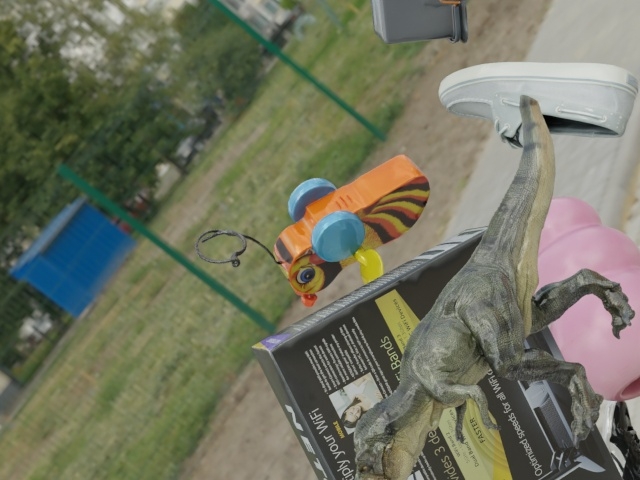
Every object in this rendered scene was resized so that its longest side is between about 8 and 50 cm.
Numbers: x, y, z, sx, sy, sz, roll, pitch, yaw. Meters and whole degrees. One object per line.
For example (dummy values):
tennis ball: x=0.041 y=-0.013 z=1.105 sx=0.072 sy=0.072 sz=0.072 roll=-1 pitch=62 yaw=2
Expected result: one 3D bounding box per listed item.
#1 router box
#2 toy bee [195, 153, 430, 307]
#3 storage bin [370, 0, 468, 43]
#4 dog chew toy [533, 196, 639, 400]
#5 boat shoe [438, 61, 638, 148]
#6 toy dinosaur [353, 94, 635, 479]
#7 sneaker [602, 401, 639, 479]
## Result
router box: x=0.116 y=0.176 z=0.989 sx=0.243 sy=0.308 sz=0.081 roll=-27 pitch=4 yaw=-15
toy bee: x=0.000 y=0.000 z=1.418 sx=0.195 sy=0.298 sz=0.162 roll=-95 pitch=-3 yaw=-46
storage bin: x=0.102 y=-0.273 z=1.171 sx=0.091 sy=0.135 sz=0.098 roll=-13 pitch=26 yaw=-7
dog chew toy: x=0.413 y=0.072 z=1.640 sx=0.206 sy=0.207 sz=0.331 roll=-45 pitch=55 yaw=33
boat shoe: x=0.222 y=-0.140 z=1.157 sx=0.228 sy=0.079 sz=0.081 roll=4 pitch=75 yaw=37
toy dinosaur: x=0.116 y=0.047 z=0.633 sx=0.268 sy=0.118 sz=0.064 roll=-62 pitch=-8 yaw=-12
sneaker: x=0.529 y=0.365 z=1.765 sx=0.121 sy=0.216 sz=0.079 roll=-4 pitch=-3 yaw=31
